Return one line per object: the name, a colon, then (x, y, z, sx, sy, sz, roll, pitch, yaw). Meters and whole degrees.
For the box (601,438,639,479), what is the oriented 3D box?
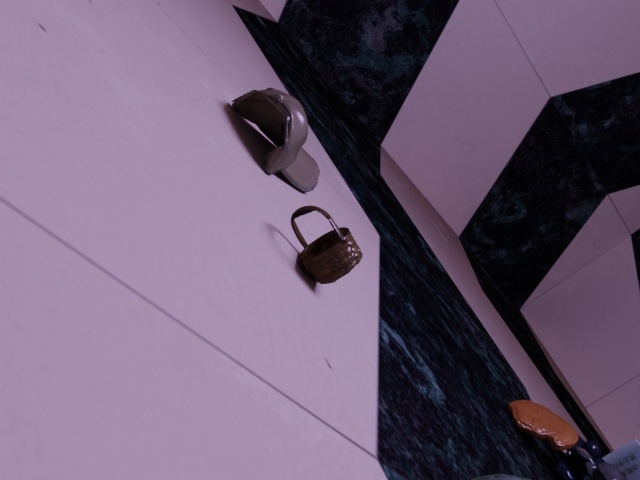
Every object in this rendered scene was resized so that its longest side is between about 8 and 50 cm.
box: (0.636, 0.538, 1.293, 0.067, 0.155, 0.243, 42, 18, -33)

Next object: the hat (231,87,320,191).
hat: (-0.041, -0.150, 0.921, 0.175, 0.085, 0.147, 28, 27, -58)

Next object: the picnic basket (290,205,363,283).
picnic basket: (0.000, 0.000, 0.711, 0.083, 0.072, 0.072, 59, 12, -14)

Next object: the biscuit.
biscuit: (0.405, 0.333, 1.193, 0.130, 0.019, 0.102, 29, 25, 32)

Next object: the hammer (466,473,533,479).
hammer: (0.194, 0.332, 0.464, 0.336, 0.118, 0.206, 54, 14, -22)

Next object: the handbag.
handbag: (0.515, 0.483, 1.121, 0.269, 0.118, 0.326, 48, 12, -16)
